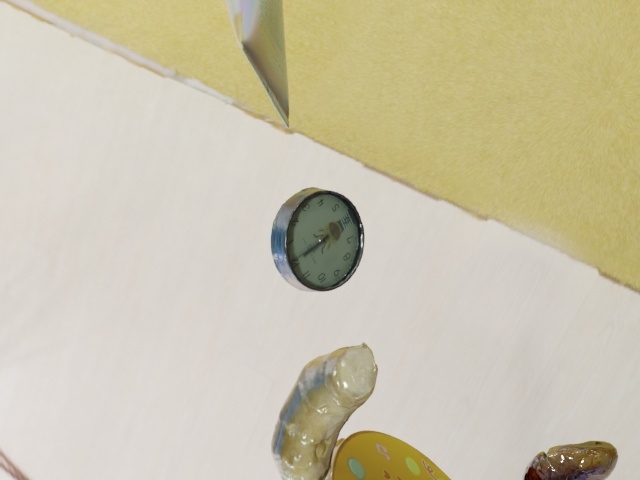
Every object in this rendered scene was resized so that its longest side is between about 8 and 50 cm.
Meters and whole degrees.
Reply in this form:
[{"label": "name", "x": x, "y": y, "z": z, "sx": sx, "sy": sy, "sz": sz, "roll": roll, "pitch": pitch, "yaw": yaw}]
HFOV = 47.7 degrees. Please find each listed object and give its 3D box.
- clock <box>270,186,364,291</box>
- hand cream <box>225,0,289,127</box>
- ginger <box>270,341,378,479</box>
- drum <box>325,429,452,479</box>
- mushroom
[{"label": "clock", "x": 0.000, "y": 0.000, "z": 1.252, "sx": 0.040, "sy": 0.185, "sz": 0.184, "roll": 4, "pitch": 104, "yaw": 53}, {"label": "hand cream", "x": -0.048, "y": -0.168, "z": 0.547, "sx": 0.047, "sy": 0.076, "sz": 0.174, "roll": -21, "pitch": 49, "yaw": 12}, {"label": "ginger", "x": 0.000, "y": 0.189, "z": 0.793, "sx": 0.095, "sy": 0.069, "sz": 0.190, "roll": 29, "pitch": 102, "yaw": 32}, {"label": "drum", "x": 0.092, "y": 0.502, "z": 1.029, "sx": 0.214, "sy": 0.431, "sz": 0.431, "roll": -45, "pitch": 83, "yaw": 20}, {"label": "mushroom", "x": 0.306, "y": 0.283, "z": 0.884, "sx": 0.123, "sy": 0.123, "sz": 0.052, "roll": -35, "pitch": 55, "yaw": 24}]
